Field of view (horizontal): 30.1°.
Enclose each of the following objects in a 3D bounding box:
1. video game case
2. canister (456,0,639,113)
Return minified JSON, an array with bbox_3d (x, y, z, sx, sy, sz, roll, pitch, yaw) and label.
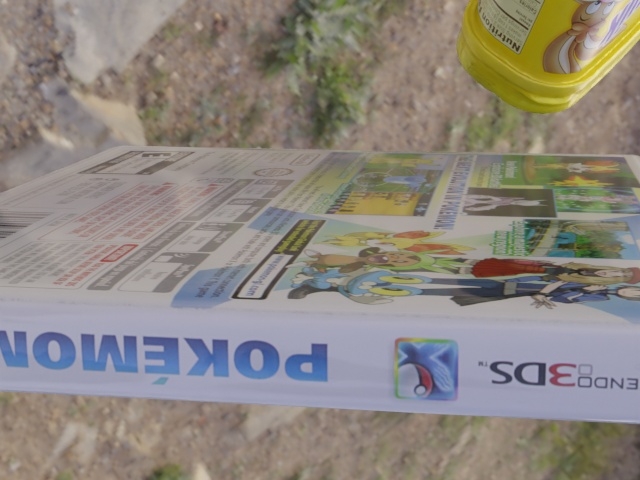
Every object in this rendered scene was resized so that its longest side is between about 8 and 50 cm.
[{"bbox_3d":[0.000,0.000,0.509,0.329,0.300,0.036,-51,142,-75],"label":"video game case"},{"bbox_3d":[0.137,-0.155,0.552,0.126,0.073,0.170,-42,163,-31],"label":"canister"}]
